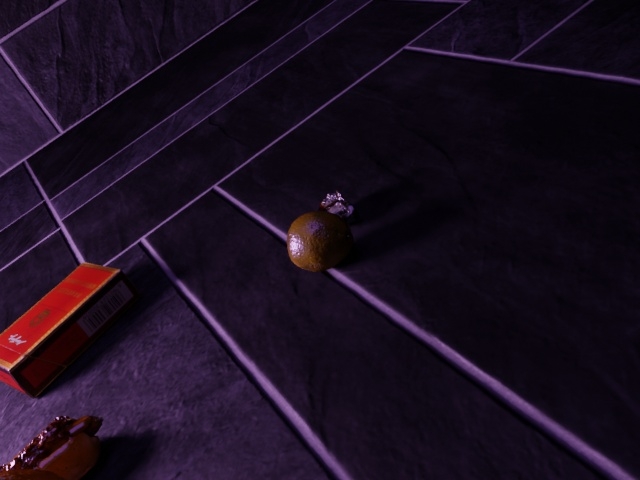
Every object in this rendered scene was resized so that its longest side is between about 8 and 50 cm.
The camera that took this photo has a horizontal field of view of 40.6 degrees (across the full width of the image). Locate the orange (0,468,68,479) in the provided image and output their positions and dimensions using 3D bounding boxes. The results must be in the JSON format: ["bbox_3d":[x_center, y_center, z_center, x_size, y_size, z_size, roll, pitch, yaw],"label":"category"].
[{"bbox_3d":[-0.296,0.320,0.847,0.161,0.193,0.193,-8,35,50],"label":"orange"}]

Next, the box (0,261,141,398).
[{"bbox_3d":[-0.429,0.141,1.427,0.153,0.074,0.240,10,47,48],"label":"box"}]

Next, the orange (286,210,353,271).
[{"bbox_3d":[0.000,0.000,1.196,0.095,0.085,0.085,-15,32,35],"label":"orange"}]

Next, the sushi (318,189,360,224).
[{"bbox_3d":[0.021,-0.043,1.286,0.046,0.044,0.083,-35,25,-7],"label":"sushi"}]

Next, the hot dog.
[{"bbox_3d":[-0.375,0.304,1.086,0.249,0.076,0.102,-41,25,-16],"label":"hot dog"}]
